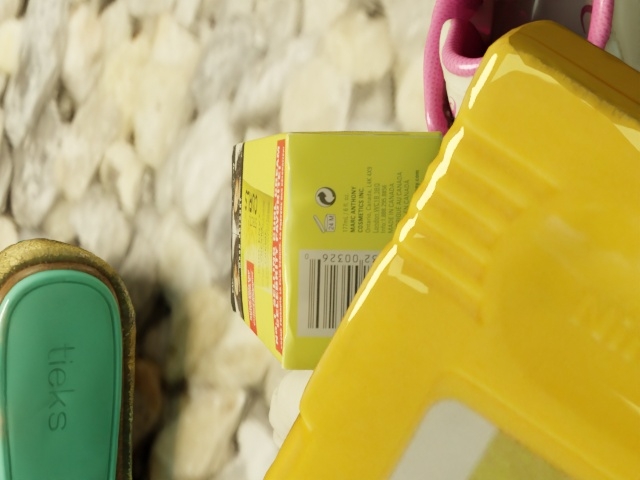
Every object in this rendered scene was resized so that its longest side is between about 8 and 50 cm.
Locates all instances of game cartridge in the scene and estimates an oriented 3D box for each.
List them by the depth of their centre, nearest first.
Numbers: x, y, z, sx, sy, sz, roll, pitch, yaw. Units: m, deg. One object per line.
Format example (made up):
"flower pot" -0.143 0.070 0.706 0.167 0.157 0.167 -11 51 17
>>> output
"game cartridge" 0.100 0.144 0.461 0.285 0.052 0.324 34 121 14

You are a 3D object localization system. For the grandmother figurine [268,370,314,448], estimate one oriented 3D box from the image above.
"grandmother figurine" 0.027 0.219 0.693 0.208 0.104 0.342 -2 92 32

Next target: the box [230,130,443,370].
"box" 0.000 0.000 0.645 0.232 0.058 0.087 -158 68 -81

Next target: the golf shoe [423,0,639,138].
"golf shoe" 0.082 -0.019 0.612 0.115 0.140 0.306 9 98 39

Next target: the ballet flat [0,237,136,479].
"ballet flat" -0.156 0.170 0.848 0.123 0.123 0.348 7 96 40
